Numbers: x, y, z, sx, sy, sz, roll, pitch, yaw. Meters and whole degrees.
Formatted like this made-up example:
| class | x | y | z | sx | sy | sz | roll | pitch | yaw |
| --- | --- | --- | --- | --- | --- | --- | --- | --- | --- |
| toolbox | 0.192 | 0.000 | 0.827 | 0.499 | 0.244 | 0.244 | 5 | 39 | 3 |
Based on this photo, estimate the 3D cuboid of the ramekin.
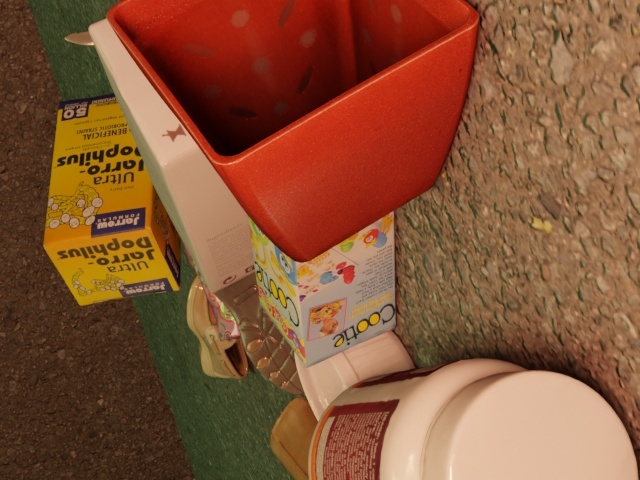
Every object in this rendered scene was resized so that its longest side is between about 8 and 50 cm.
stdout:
| class | x | y | z | sx | sy | sz | roll | pitch | yaw |
| --- | --- | --- | --- | --- | --- | --- | --- | --- | --- |
| ramekin | 0.058 | 0.204 | 1.378 | 0.207 | 0.109 | 0.207 | 53 | 156 | 36 |

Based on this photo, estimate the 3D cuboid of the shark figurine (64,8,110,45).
| class | x | y | z | sx | sy | sz | roll | pitch | yaw |
| --- | --- | --- | --- | --- | --- | --- | --- | --- | --- |
| shark figurine | -0.314 | -0.266 | 1.707 | 0.166 | 0.116 | 0.278 | 48 | -178 | 26 |

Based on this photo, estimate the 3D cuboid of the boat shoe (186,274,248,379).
| class | x | y | z | sx | sy | sz | roll | pitch | yaw |
| --- | --- | --- | --- | --- | --- | --- | --- | --- | --- |
| boat shoe | -0.212 | 0.184 | 2.096 | 0.098 | 0.109 | 0.302 | 11 | 132 | 19 |

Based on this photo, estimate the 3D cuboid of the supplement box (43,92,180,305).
| class | x | y | z | sx | sy | sz | roll | pitch | yaw |
| --- | --- | --- | --- | --- | --- | --- | --- | --- | --- |
| supplement box | -0.376 | -0.087 | 1.826 | 0.195 | 0.194 | 0.356 | 75 | -173 | -52 |

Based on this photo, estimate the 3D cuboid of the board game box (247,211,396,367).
| class | x | y | z | sx | sy | sz | roll | pitch | yaw |
| --- | --- | --- | --- | --- | --- | --- | --- | --- | --- |
| board game box | 0.000 | 0.000 | 1.247 | 0.142 | 0.144 | 0.275 | 49 | 153 | 43 |

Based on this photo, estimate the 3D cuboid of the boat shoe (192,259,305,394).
| class | x | y | z | sx | sy | sz | roll | pitch | yaw |
| --- | --- | --- | --- | --- | --- | --- | --- | --- | --- |
| boat shoe | -0.093 | 0.113 | 1.698 | 0.324 | 0.123 | 0.116 | 60 | -165 | -5 |

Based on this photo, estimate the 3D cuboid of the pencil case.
| class | x | y | z | sx | sy | sz | roll | pitch | yaw |
| --- | --- | --- | --- | --- | --- | --- | --- | --- | --- |
| pencil case | -0.174 | 0.045 | 1.801 | 0.284 | 0.124 | 0.124 | 68 | 161 | -6 |

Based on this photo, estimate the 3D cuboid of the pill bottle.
| class | x | y | z | sx | sy | sz | roll | pitch | yaw |
| --- | --- | --- | --- | --- | --- | --- | --- | --- | --- |
| pill bottle | 0.142 | 0.241 | 1.032 | 0.224 | 0.224 | 0.392 | 66 | 161 | 3 |

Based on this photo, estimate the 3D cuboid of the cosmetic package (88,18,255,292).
| class | x | y | z | sx | sy | sz | roll | pitch | yaw |
| --- | --- | --- | --- | --- | --- | --- | --- | --- | --- |
| cosmetic package | -0.163 | -0.124 | 1.396 | 0.230 | 0.161 | 0.453 | 59 | 171 | 20 |

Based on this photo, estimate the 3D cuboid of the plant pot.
| class | x | y | z | sx | sy | sz | roll | pitch | yaw |
| --- | --- | --- | --- | --- | --- | --- | --- | --- | --- |
| plant pot | -0.012 | -0.139 | 0.993 | 0.267 | 0.267 | 0.235 | 51 | 168 | 37 |

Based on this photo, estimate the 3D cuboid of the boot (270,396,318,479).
| class | x | y | z | sx | sy | sz | roll | pitch | yaw |
| --- | --- | --- | --- | --- | --- | --- | --- | --- | --- |
| boot | -0.013 | 0.459 | 1.786 | 0.269 | 0.089 | 0.236 | 47 | 112 | 41 |
